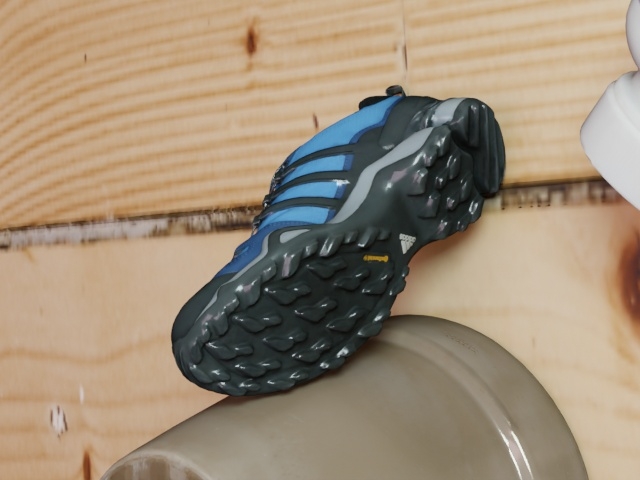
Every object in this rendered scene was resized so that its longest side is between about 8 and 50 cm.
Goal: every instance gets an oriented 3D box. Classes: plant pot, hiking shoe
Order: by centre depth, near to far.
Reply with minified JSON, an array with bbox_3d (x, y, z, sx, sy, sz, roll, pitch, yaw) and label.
[{"bbox_3d":[-0.008,0.223,1.112,0.323,0.280,0.323,2,93,42],"label":"plant pot"},{"bbox_3d":[0.000,0.000,1.119,0.132,0.304,0.113,20,141,48],"label":"hiking shoe"}]

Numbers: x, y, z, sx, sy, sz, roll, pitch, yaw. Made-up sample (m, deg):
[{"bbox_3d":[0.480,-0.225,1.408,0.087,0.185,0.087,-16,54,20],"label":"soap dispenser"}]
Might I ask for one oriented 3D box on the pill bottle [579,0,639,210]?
[{"bbox_3d":[0.286,-0.145,0.897,0.169,0.169,0.301,51,123,28],"label":"pill bottle"}]
